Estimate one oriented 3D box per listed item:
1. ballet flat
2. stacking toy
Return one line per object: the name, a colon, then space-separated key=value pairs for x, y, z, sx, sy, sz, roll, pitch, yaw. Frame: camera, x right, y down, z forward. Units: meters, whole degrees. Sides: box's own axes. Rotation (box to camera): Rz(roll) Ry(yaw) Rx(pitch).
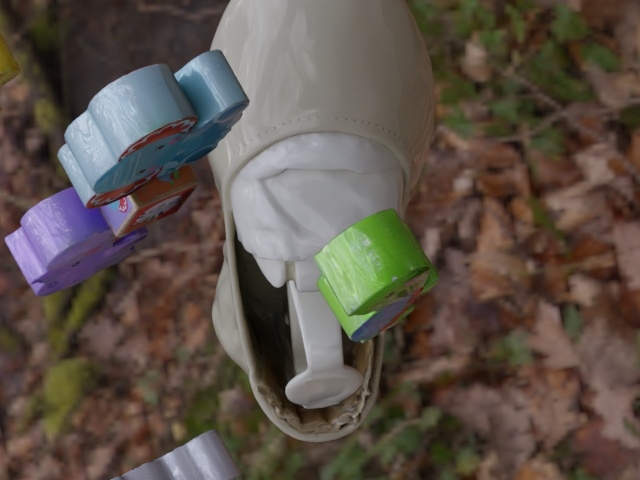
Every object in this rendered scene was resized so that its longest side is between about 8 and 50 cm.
ballet flat: x=0.000 y=0.000 z=0.676 sx=0.086 sy=0.086 sz=0.248 roll=59 pitch=163 yaw=29
stacking toy: x=-0.061 y=-0.016 z=0.510 sx=0.167 sy=0.052 sz=0.221 roll=59 pitch=149 yaw=11
